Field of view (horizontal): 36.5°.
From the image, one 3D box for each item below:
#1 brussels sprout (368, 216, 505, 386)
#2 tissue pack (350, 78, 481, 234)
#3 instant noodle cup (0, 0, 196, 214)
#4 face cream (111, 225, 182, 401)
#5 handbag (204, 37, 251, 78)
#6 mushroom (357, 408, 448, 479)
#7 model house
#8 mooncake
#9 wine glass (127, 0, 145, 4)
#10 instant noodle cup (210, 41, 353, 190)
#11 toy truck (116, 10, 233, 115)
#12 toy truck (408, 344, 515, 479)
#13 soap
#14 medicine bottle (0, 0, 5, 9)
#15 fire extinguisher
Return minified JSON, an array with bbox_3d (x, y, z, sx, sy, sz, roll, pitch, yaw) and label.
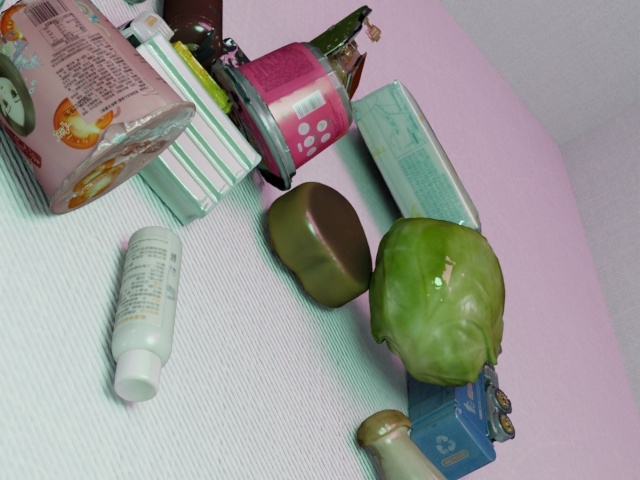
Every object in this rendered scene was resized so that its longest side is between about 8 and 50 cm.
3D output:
[{"bbox_3d":[0.209,0.105,1.773,0.328,0.247,0.327,-18,111,-58],"label":"brussels sprout"},{"bbox_3d":[0.230,-0.158,2.285,0.388,0.162,0.287,63,9,9],"label":"tissue pack"},{"bbox_3d":[-0.331,-0.194,1.305,0.231,0.243,0.243,51,26,1],"label":"instant noodle cup"},{"bbox_3d":[-0.236,0.098,1.315,0.082,0.082,0.269,40,32,-34],"label":"face cream"},{"bbox_3d":[-0.183,-0.306,1.868,0.115,0.072,0.139,48,41,-30],"label":"handbag"},{"bbox_3d":[0.173,0.446,1.627,0.128,0.128,0.350,4,54,-60],"label":"mushroom"},{"bbox_3d":[0.053,-0.399,2.232,0.154,0.207,0.294,54,26,-17],"label":"model house"},{"bbox_3d":[0.000,0.000,1.800,0.235,0.117,0.234,46,26,-30],"label":"mooncake"},{"bbox_3d":[-0.331,-0.503,1.810,0.073,0.073,0.155,46,27,-25],"label":"wine glass"},{"bbox_3d":[-0.056,-0.242,1.748,0.258,0.182,0.302,56,-10,19],"label":"instant noodle cup"},{"bbox_3d":[-0.257,-0.282,1.648,0.227,0.114,0.098,49,27,-19],"label":"toy truck"},{"bbox_3d":[0.275,0.302,1.935,0.175,0.146,0.367,40,31,-26],"label":"toy truck"},{"bbox_3d":[-0.237,-0.176,1.541,0.265,0.088,0.160,51,56,-16],"label":"soap"},{"bbox_3d":[-0.518,-0.415,1.187,0.245,0.245,0.290,24,40,-50],"label":"medicine bottle"},{"bbox_3d":[-0.235,-0.424,1.824,0.114,0.135,0.337,26,40,-29],"label":"fire extinguisher"}]
